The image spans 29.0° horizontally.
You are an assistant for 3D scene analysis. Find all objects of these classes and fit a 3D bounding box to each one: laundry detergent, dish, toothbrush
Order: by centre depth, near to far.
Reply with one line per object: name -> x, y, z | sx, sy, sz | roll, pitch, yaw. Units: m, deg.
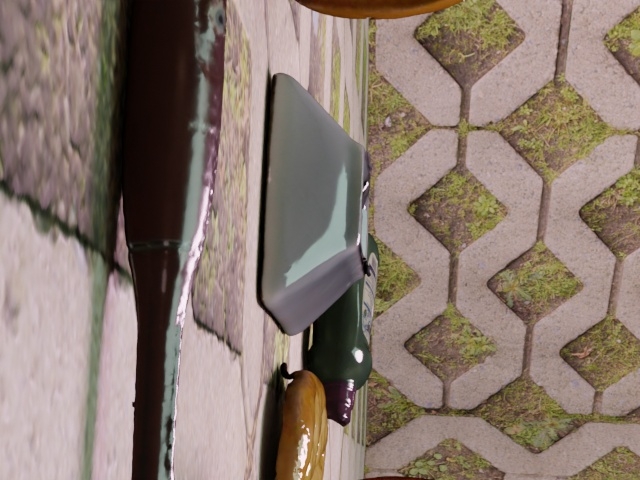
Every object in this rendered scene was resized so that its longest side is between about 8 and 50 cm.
toothbrush -> -0.056, -0.054, 0.474 | 0.041, 0.041, 0.364 | 69, 23, -79
dish -> 0.003, -0.020, 1.033 | 0.243, 0.080, 0.182 | 74, 18, -79
laundry detergent -> 0.025, 0.107, 1.395 | 0.144, 0.078, 0.221 | 91, 1, -63

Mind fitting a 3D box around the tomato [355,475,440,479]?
tomato -> -0.002, 0.213, 0.711 | 0.228, 0.112, 0.199 | -52, 158, -7

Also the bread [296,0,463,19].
bread -> 0.057, -0.271, 0.914 | 0.269, 0.195, 0.142 | -78, 163, -46

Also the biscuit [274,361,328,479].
biscuit -> -0.018, 0.207, 1.078 | 0.260, 0.041, 0.203 | -25, 117, -83
